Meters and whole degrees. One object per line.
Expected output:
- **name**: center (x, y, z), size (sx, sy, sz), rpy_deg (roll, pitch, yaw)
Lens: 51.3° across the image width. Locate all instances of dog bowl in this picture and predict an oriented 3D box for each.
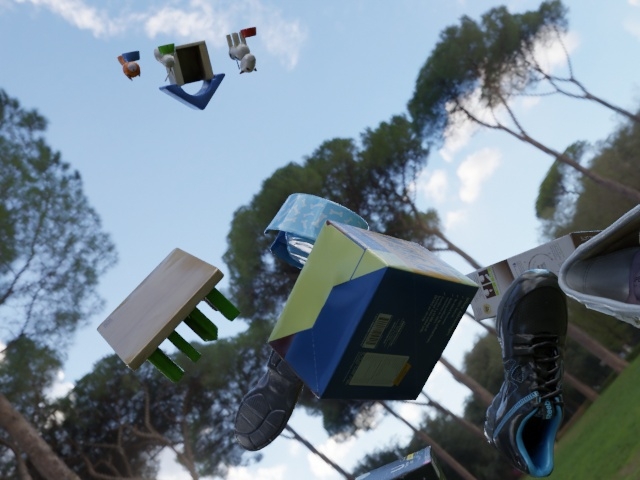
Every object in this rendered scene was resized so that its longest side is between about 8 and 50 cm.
- **dog bowl**: center (0.000, 0.000, 1.127), size (0.297, 0.166, 0.074), rpy_deg (93, -162, -77)

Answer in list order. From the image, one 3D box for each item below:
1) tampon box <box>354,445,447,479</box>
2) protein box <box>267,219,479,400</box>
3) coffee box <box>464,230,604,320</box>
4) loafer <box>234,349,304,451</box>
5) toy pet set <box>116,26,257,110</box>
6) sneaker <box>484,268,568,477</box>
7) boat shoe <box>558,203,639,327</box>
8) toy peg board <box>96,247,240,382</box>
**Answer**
- **tampon box**: center (0.148, 0.460, 1.202), size (0.161, 0.101, 0.120), rpy_deg (-26, -7, 6)
- **protein box**: center (0.074, 0.103, 0.928), size (0.201, 0.136, 0.199), rpy_deg (13, -72, -43)
- **coffee box**: center (0.415, 0.069, 1.261), size (0.141, 0.098, 0.246), rpy_deg (-5, -17, -42)
- **loafer**: center (-0.078, 0.305, 1.364), size (0.095, 0.109, 0.302), rpy_deg (-16, -43, -58)
- **toy pet set**: center (-0.124, -0.153, 0.629), size (0.122, 0.114, 0.065), rpy_deg (-18, -73, -19)
- **sneaker**: center (0.361, 0.218, 1.093), size (0.139, 0.125, 0.340), rpy_deg (-125, 37, -77)
- **boat shoe**: center (0.264, 0.013, 0.509), size (0.320, 0.103, 0.118), rpy_deg (47, -127, -77)
- **toy peg board**: center (-0.200, 0.105, 0.901), size (0.161, 0.161, 0.079), rpy_deg (-48, -61, -16)
